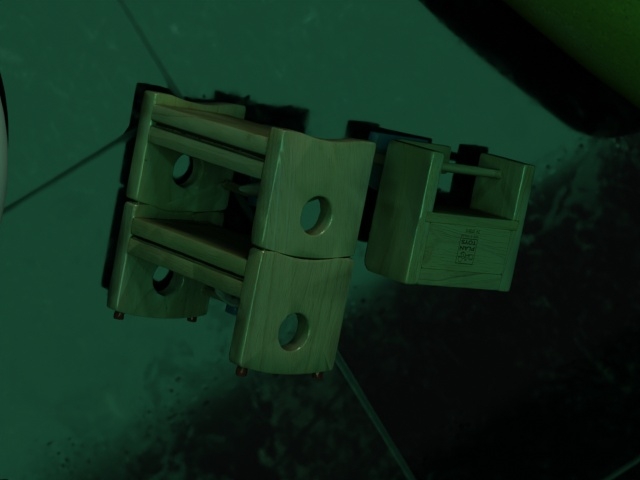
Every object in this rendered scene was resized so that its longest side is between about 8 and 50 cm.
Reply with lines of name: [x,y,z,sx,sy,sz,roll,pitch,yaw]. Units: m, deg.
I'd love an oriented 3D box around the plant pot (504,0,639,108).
plant pot: [0.158,-0.218,0.959,0.293,0.275,0.275,28,93,3]

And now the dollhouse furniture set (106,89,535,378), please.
dollhouse furniture set: [0.000,0.000,1.036,0.183,0.129,0.129,5,99,-40]

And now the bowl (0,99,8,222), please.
bowl: [-0.264,-0.031,0.899,0.297,0.134,0.298,-9,105,-37]
